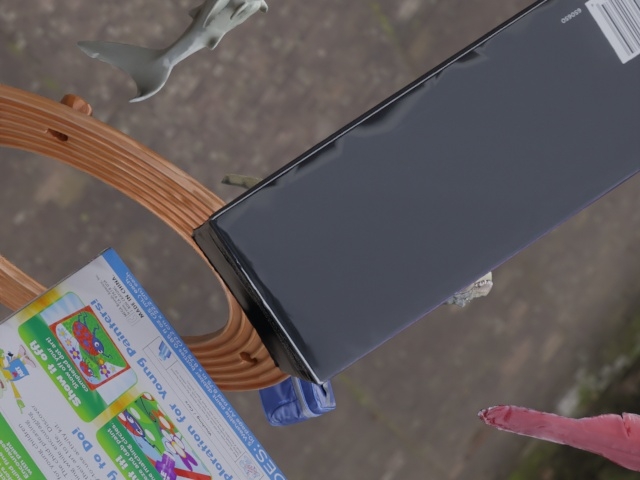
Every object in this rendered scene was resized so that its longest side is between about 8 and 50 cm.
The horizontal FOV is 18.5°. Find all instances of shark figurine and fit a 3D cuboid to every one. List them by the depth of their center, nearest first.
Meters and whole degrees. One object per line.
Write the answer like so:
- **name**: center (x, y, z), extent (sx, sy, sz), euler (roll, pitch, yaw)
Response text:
- **shark figurine**: center (-0.093, -0.240, 1.705), extent (0.166, 0.116, 0.278), euler (-25, 167, -40)

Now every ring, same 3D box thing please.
- **ring**: center (-0.155, -0.004, 1.328), extent (0.032, 0.336, 0.336), euler (-62, 160, -27)

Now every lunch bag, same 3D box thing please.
- **lunch bag**: center (-0.025, 0.126, 1.894), extent (0.065, 0.098, 0.067), euler (-18, 172, 13)

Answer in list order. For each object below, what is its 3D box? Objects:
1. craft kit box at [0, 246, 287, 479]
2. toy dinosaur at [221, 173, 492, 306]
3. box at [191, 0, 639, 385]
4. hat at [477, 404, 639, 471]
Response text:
- **craft kit box**: center (-0.125, 0.151, 1.196), extent (0.061, 0.250, 0.246), euler (-36, -179, 26)
- **toy dinosaur**: center (0.051, -0.030, 1.772), extent (0.118, 0.268, 0.064), euler (-60, -175, 28)
- **box**: center (0.071, -0.039, 1.007), extent (0.261, 0.103, 0.184), euler (-33, -176, -6)
- **hat**: center (0.216, 0.153, 1.058), extent (0.183, 0.208, 0.173), euler (-33, 155, -16)
